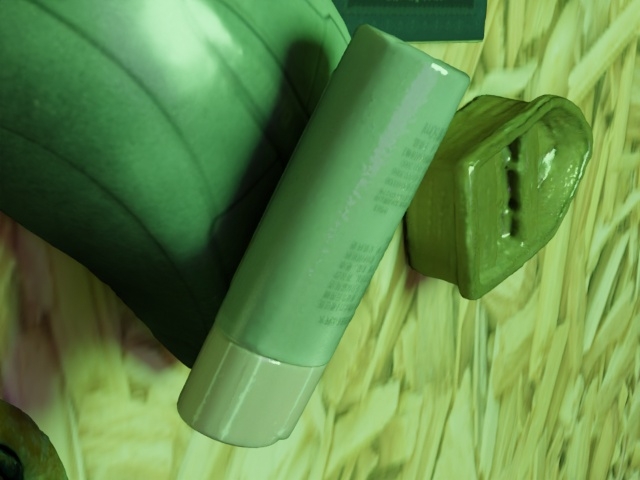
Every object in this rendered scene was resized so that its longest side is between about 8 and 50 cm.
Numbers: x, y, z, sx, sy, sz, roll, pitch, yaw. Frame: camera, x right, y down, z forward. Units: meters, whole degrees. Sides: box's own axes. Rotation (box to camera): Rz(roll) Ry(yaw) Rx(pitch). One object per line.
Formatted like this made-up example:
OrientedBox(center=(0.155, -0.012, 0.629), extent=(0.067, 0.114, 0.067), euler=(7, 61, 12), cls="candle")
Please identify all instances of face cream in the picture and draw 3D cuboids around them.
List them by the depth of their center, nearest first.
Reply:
OrientedBox(center=(0.000, 0.000, 0.656), extent=(0.198, 0.057, 0.084), euler=(-62, 159, 9), cls="face cream")

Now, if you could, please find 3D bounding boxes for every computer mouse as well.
OrientedBox(center=(-0.060, -0.060, 0.690), extent=(0.188, 0.122, 0.371), euler=(-62, 148, -18), cls="computer mouse")

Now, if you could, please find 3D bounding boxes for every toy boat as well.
OrientedBox(center=(0.131, -0.045, 1.025), extent=(0.188, 0.061, 0.116), euler=(-34, 128, -45), cls="toy boat")

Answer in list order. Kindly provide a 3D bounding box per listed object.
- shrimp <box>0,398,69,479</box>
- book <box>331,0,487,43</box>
OrientedBox(center=(-0.187, 0.166, 0.647), extent=(0.219, 0.046, 0.152), euler=(-50, 141, -39), cls="shrimp")
OrientedBox(center=(0.064, -0.255, 0.871), extent=(0.191, 0.025, 0.269), euler=(-11, 112, -54), cls="book")
